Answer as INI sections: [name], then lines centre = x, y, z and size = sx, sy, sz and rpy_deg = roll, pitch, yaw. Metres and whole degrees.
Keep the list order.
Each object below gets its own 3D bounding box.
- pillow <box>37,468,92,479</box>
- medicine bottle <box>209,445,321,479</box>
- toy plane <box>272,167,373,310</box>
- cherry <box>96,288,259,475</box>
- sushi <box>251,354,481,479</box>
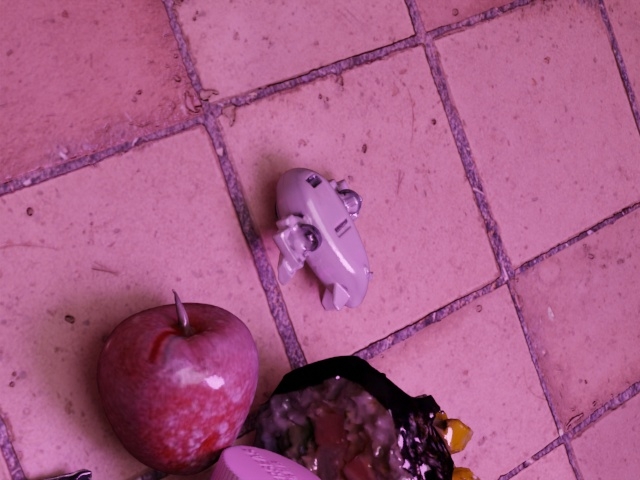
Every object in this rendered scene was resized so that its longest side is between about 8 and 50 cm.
[pillow]
centre = -0.374, 0.431, 1.706
size = 0.141, 0.055, 0.208
rpy_deg = -6, 87, -27
[medicine bottle]
centre = -0.115, 0.457, 1.750
size = 0.178, 0.178, 0.291
rpy_deg = 16, 101, -33
[toy plane]
centre = 0.003, -0.001, 1.996
size = 0.252, 0.118, 0.252
rpy_deg = 24, 57, -45
[cherry]
centre = -0.202, 0.193, 1.765
size = 0.236, 0.213, 0.285
rpy_deg = -10, 114, -17
[sushi]
centre = 0.079, 0.348, 1.899
size = 0.285, 0.328, 0.329
rpy_deg = 2, 68, -49
